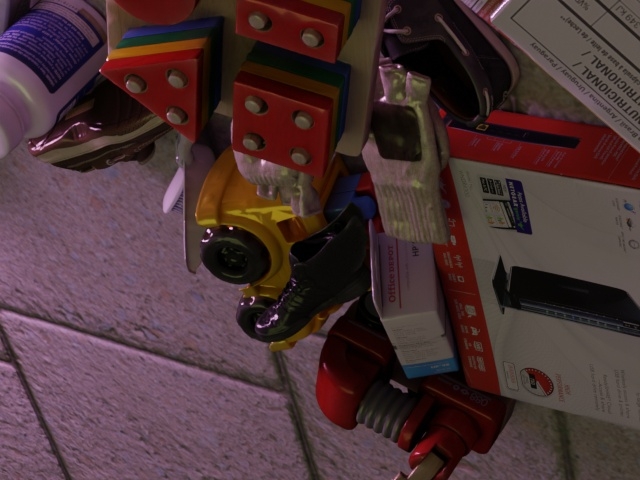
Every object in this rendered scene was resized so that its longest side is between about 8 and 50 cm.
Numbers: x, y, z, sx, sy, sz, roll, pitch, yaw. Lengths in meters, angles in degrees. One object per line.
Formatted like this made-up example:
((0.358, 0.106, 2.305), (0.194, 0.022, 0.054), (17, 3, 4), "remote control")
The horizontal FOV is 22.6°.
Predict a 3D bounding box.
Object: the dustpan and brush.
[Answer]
((-0.145, -0.074, 1.766), (0.060, 0.147, 0.211), (4, 147, -19), "dustpan and brush")

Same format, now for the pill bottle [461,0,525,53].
((0.151, -0.252, 1.338), (0.216, 0.121, 0.121), (40, 144, -1), "pill bottle")

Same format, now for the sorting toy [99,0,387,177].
((-0.081, -0.181, 1.395), (0.256, 0.089, 0.257), (18, 142, 10), "sorting toy")

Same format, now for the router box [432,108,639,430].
((0.265, 0.036, 1.586), (0.301, 0.082, 0.335), (12, 136, 32), "router box")

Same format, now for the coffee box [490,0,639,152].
((0.378, -0.205, 1.009), (0.338, 0.337, 0.334), (40, 145, -4), "coffee box")

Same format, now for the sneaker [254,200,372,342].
((-0.013, 0.035, 1.661), (0.170, 0.051, 0.089), (-29, 124, 16), "sneaker")

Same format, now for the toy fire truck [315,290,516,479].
((0.077, 0.211, 1.797), (0.217, 0.246, 0.158), (27, 142, 15), "toy fire truck")

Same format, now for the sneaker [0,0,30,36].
((-0.415, -0.261, 1.831), (0.151, 0.094, 0.256), (27, 133, 5), "sneaker")

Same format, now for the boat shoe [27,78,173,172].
((-0.220, -0.132, 1.830), (0.257, 0.095, 0.095), (-9, 147, 44), "boat shoe")

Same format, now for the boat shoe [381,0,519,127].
((0.083, -0.203, 1.487), (0.233, 0.079, 0.084), (44, 145, -6), "boat shoe")

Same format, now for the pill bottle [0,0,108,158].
((-0.319, -0.178, 1.762), (0.112, 0.186, 0.112), (23, 141, 20), "pill bottle")

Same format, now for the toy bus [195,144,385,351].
((0.000, 0.000, 1.744), (0.211, 0.149, 0.220), (-7, 127, 25), "toy bus")

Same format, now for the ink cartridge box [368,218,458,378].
((0.099, 0.058, 1.676), (0.060, 0.104, 0.180), (-8, 149, 11), "ink cartridge box")

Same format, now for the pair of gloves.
((0.011, -0.098, 1.544), (0.240, 0.042, 0.204), (16, 128, 28), "pair of gloves")
